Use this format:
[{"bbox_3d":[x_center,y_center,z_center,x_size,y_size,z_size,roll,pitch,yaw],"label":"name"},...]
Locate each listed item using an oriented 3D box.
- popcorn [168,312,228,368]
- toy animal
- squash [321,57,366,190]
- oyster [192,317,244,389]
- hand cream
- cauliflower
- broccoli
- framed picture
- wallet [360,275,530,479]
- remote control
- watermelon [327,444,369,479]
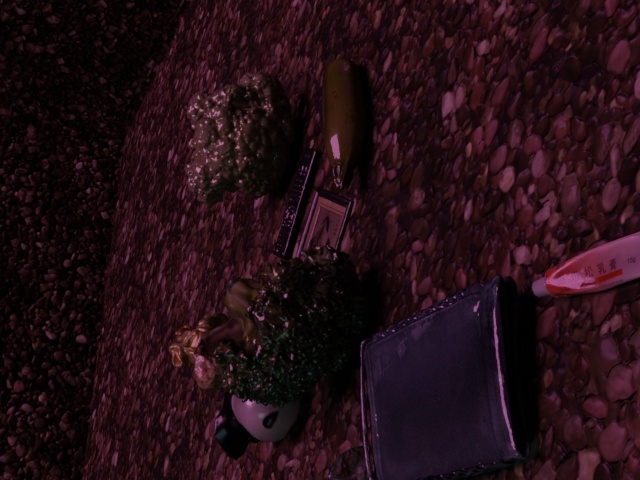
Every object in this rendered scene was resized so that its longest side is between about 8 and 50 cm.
[{"bbox_3d":[-0.259,0.245,2.280,0.162,0.135,0.141,-38,32,-20],"label":"popcorn"},{"bbox_3d":[-0.107,0.315,1.866,0.179,0.138,0.166,-30,59,51],"label":"toy animal"},{"bbox_3d":[0.046,-0.234,1.907,0.094,0.094,0.341,128,152,-45],"label":"squash"},{"bbox_3d":[-0.125,0.194,1.871,0.166,0.294,0.094,8,118,57],"label":"oyster"},{"bbox_3d":[0.319,0.033,1.133,0.216,0.038,0.052,-30,76,56],"label":"hand cream"},{"bbox_3d":[-0.201,-0.231,2.281,0.327,0.260,0.281,-56,24,-10],"label":"cauliflower"},{"bbox_3d":[-0.056,0.151,1.696,0.235,0.288,0.260,65,155,-2],"label":"broccoli"},{"bbox_3d":[0.000,0.000,1.965,0.199,0.010,0.195,29,103,68],"label":"framed picture"},{"bbox_3d":[0.164,0.206,1.344,0.342,0.075,0.237,-36,50,55],"label":"wallet"},{"bbox_3d":[-0.050,-0.078,2.121,0.063,0.025,0.245,25,99,67],"label":"remote control"},{"bbox_3d":[0.051,0.366,1.569,0.061,0.085,0.085,37,113,36],"label":"watermelon"}]
